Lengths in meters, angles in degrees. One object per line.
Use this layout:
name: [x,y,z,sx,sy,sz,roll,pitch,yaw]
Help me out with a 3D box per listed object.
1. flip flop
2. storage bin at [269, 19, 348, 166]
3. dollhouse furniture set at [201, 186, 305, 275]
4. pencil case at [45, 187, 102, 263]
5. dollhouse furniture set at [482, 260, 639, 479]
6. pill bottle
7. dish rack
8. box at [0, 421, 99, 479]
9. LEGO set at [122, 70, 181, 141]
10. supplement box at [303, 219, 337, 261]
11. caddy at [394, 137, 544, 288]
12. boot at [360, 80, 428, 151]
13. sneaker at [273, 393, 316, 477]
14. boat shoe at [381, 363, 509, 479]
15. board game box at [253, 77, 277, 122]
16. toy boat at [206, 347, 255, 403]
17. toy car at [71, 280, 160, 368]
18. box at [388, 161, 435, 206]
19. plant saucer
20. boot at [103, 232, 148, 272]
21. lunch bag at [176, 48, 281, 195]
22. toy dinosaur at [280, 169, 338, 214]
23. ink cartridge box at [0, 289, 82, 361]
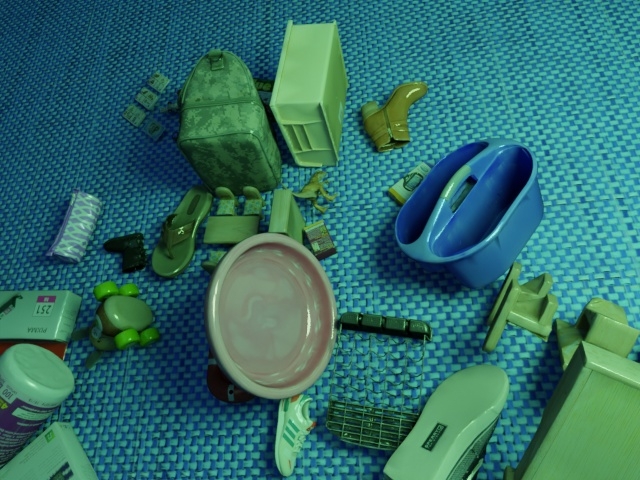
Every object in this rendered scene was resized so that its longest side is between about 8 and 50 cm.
flip flop: [-0.366,-0.035,1.151,0.112,0.080,0.277,15,70,17]
storage bin: [-0.013,-0.364,1.129,0.123,0.260,0.263,2,66,13]
dollhouse furniture set: [-0.173,-0.035,1.068,0.241,0.161,0.212,0,66,11]
pencil case: [-0.672,-0.039,1.209,0.086,0.088,0.206,1,67,14]
dollhouse furniture set: [0.451,0.258,0.743,0.361,0.394,0.257,23,110,19]
pill bottle: [-0.718,0.393,0.974,0.169,0.169,0.302,39,85,24]
dish rack: [0.120,0.284,0.920,0.208,0.074,0.272,5,69,14]
box: [-0.572,0.591,0.927,0.232,0.058,0.322,-41,64,-8]
LEGO set: [-0.481,-0.399,1.370,0.244,0.060,0.183,36,89,24]
supplement box: [0.000,0.000,1.083,0.054,0.043,0.083,-23,63,0]
caddy: [0.312,-0.069,0.933,0.341,0.179,0.241,-51,37,-13]
boot: [0.214,-0.326,1.174,0.197,0.073,0.153,-24,62,13]
sneaker: [-0.049,0.397,0.907,0.075,0.057,0.162,-5,62,15]
boat shoe: [0.254,0.394,0.829,0.340,0.158,0.127,-34,24,-29]
board game box: [-0.200,-0.428,1.324,0.259,0.030,0.136,12,67,16]
toy boat: [-0.183,0.230,0.957,0.150,0.151,0.231,-6,65,9]
toy car: [-0.509,0.213,1.045,0.188,0.149,0.155,-34,74,7]
box: [0.247,-0.137,1.106,0.136,0.028,0.081,-37,65,-9]
plant saucer: [-0.104,0.154,0.918,0.084,0.332,0.333,-16,58,44]
boot: [-0.518,0.039,1.170,0.121,0.045,0.099,-16,67,3]
lunch bag: [-0.219,-0.285,1.117,0.212,0.305,0.256,-4,69,7]
toy dinosaur: [-0.025,-0.117,1.102,0.112,0.211,0.064,36,119,4]
ink cartridge box: [-0.772,0.249,1.118,0.274,0.060,0.239,-2,65,10]
